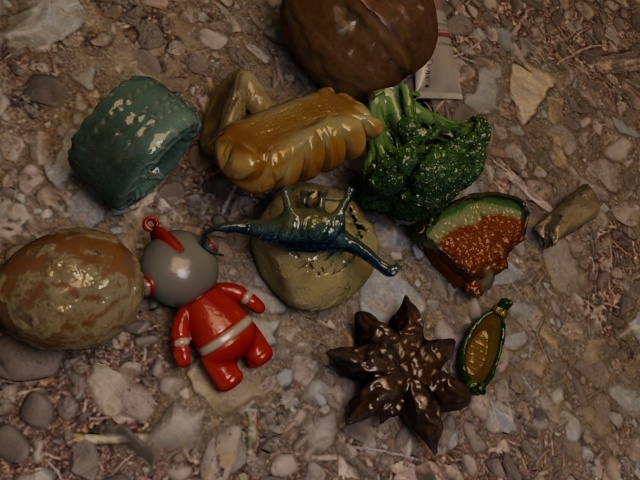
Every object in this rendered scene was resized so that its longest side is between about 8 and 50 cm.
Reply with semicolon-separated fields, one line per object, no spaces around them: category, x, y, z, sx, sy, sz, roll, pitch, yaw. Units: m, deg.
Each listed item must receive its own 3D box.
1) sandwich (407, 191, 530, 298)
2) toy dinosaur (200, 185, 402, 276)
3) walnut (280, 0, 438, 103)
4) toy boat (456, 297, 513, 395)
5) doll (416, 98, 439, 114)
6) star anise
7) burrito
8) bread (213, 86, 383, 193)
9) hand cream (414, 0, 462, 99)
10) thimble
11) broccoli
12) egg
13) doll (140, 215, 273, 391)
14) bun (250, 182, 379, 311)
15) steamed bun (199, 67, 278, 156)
sandwich;0.327;-0.001;1.783;0.292;0.109;0.212;-35;97;-27
toy dinosaur;-0.025;-0.028;1.471;0.363;0.076;0.147;8;84;-9
walnut;0.074;-0.467;1.738;0.344;0.306;0.306;51;57;-8
toy boat;0.337;0.222;1.704;0.089;0.088;0.229;30;61;-12
doll;0.205;-0.279;1.831;0.219;0.067;0.091;-6;65;-54
star anise;0.150;0.263;1.584;0.315;0.108;0.315;15;58;-26
burrito;0.580;-0.051;1.949;0.226;0.060;0.087;-32;86;-33
bread;-0.050;-0.178;1.521;0.311;0.121;0.173;-24;47;-25
hand cream;0.261;-0.451;1.950;0.133;0.083;0.248;-6;83;-26
thimble;-0.326;-0.179;1.470;0.143;0.198;0.235;43;76;0
broccoli;0.190;-0.176;1.651;0.308;0.308;0.275;-20;96;-31
egg;-0.405;0.080;1.335;0.245;0.203;0.203;-9;74;-17
doll;-0.221;0.102;1.477;0.200;0.105;0.336;-36;96;-30
bun;0.000;0.000;1.593;0.259;0.152;0.259;9;67;-20
steamed bun;-0.139;-0.229;1.633;0.155;0.141;0.172;23;67;-27
